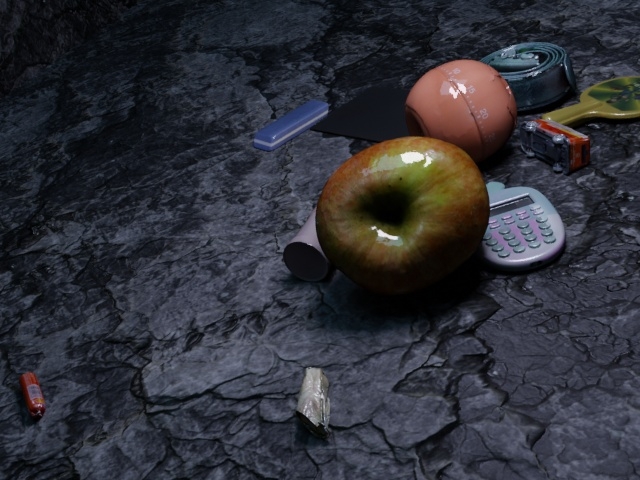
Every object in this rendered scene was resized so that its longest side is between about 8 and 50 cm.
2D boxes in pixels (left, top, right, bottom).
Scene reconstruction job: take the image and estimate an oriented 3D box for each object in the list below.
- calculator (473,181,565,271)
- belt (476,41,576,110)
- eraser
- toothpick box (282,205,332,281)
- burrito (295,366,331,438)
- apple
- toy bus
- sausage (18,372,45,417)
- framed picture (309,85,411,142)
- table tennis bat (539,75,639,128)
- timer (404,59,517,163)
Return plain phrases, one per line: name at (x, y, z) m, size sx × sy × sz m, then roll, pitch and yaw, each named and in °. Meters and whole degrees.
calculator at (0.354, -0.032, 1.732) m, size 0.186 × 0.041 × 0.299 m, roll -18°, pitch 31°, yaw -2°
belt at (0.495, -0.390, 2.193) m, size 0.206 × 0.116 × 0.267 m, roll -35°, pitch 31°, yaw -23°
eraser at (-0.078, -0.309, 2.437) m, size 0.225 × 0.036 × 0.082 m, roll -35°, pitch 33°, yaw -27°
toothpick box at (0.000, 0.000, 1.806) m, size 0.098 × 0.098 × 0.149 m, roll 1°, pitch 34°, yaw 29°
burrito at (-0.011, 0.254, 1.436) m, size 0.055 × 0.041 × 0.149 m, roll -1°, pitch 31°, yaw 1°
apple at (0.150, -0.043, 1.644) m, size 0.309 × 0.277 × 0.250 m, roll -8°, pitch -2°, yaw 9°
toy bus at (0.493, -0.205, 1.922) m, size 0.077 × 0.079 × 0.174 m, roll -16°, pitch 27°, yaw -16°
sausage at (-0.524, 0.286, 1.666) m, size 0.034 × 0.034 × 0.129 m, roll -26°, pitch 31°, yaw -16°
framed picture at (0.170, -0.326, 2.361) m, size 0.255 × 0.014 × 0.339 m, roll -37°, pitch 34°, yaw -30°
table tennis bat at (0.639, -0.301, 2.042) m, size 0.321 × 0.050 × 0.198 m, roll -18°, pitch 31°, yaw -10°
timer at (0.304, -0.275, 1.982) m, size 0.215 × 0.229 × 0.229 m, roll -23°, pitch 30°, yaw -8°
